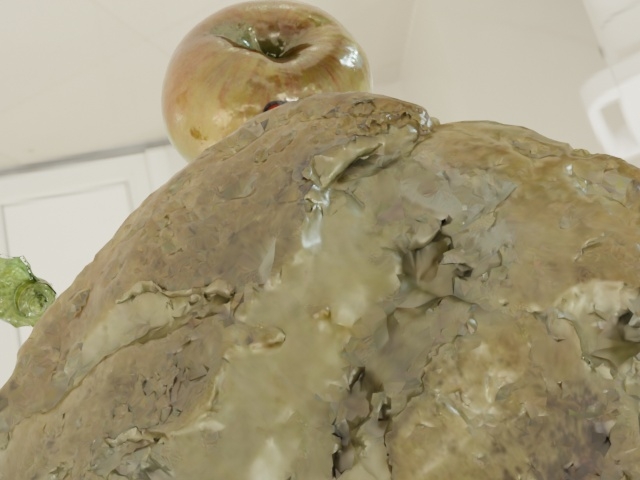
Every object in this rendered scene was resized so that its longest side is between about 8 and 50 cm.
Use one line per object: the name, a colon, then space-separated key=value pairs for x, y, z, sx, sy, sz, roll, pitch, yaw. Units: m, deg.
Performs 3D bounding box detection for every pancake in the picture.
pancake: x=-0.003 y=0.107 z=0.451 sx=0.387 sy=0.387 sz=0.082 roll=-19 pitch=147 yaw=12

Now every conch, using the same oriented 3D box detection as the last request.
conch: x=-0.354 y=0.052 z=1.253 sx=0.074 sy=0.121 sz=0.089 roll=-16 pitch=123 yaw=-40

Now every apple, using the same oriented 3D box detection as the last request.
apple: x=-0.067 y=-0.181 z=1.338 sx=0.261 sy=0.261 sz=0.194 roll=-7 pitch=141 yaw=-16
